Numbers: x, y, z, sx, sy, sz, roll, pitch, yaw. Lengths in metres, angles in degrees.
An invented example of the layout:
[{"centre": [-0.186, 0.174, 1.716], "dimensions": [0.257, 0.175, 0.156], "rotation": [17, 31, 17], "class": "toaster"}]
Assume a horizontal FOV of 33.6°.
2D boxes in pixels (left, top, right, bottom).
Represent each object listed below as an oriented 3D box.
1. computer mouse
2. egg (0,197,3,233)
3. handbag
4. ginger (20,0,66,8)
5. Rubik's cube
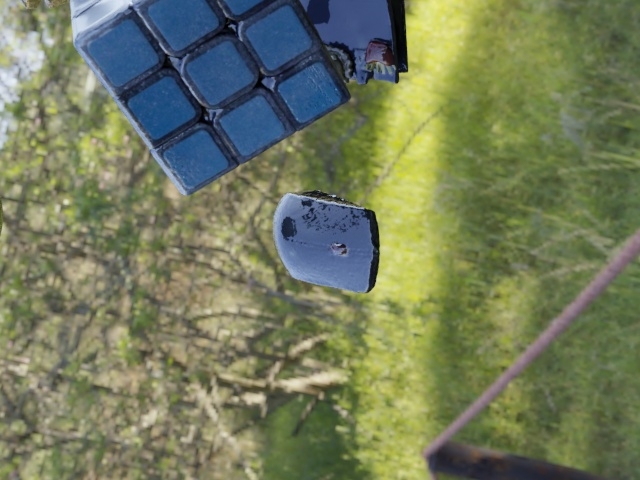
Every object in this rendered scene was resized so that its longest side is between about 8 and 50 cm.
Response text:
[{"centre": [-0.005, 0.000, 1.925], "dimensions": [0.295, 0.087, 0.168], "rotation": [15, 108, 53], "class": "computer mouse"}, {"centre": [-0.833, -0.036, 2.118], "dimensions": [0.428, 0.345, 0.345], "rotation": [-53, -20, -61], "class": "egg"}, {"centre": [0.030, -0.489, 2.288], "dimensions": [0.122, 0.303, 0.329], "rotation": [-46, -42, -49], "class": "handbag"}, {"centre": [-0.496, -0.530, 1.779], "dimensions": [0.065, 0.118, 0.299], "rotation": [-77, -21, -54], "class": "ginger"}, {"centre": [-0.173, -0.305, 1.598], "dimensions": [0.305, 0.301, 0.304], "rotation": [55, -174, -32], "class": "Rubik's cube"}]
